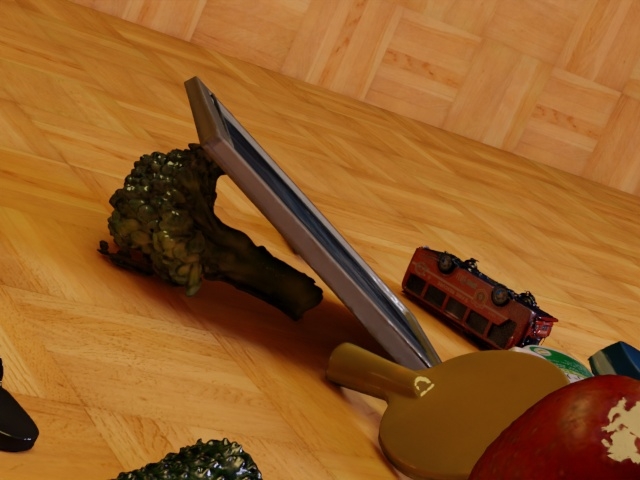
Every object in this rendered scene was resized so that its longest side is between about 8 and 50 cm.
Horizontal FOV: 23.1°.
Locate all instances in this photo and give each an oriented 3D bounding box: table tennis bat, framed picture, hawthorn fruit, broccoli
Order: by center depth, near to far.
[{"bbox_3d":[0.265,0.222,1.297,0.254,0.300,0.254,24,40,-22],"label":"hawthorn fruit"},{"bbox_3d":[0.121,0.165,1.635,0.198,0.050,0.321,-39,33,-28],"label":"table tennis bat"},{"bbox_3d":[-0.118,0.005,1.825,0.275,0.177,0.198,38,8,-1],"label":"broccoli"},{"bbox_3d":[0.000,0.000,1.864,0.446,0.028,0.326,48,5,-19],"label":"framed picture"}]

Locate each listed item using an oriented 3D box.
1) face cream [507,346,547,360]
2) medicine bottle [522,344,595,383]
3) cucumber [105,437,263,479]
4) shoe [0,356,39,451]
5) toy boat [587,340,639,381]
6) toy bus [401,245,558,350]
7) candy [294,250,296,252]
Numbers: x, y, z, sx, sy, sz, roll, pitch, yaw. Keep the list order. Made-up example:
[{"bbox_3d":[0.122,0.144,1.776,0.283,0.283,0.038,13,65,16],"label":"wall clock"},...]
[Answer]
[{"bbox_3d":[0.231,0.203,1.746,0.102,0.102,0.345,25,13,2],"label":"face cream"},{"bbox_3d":[0.310,0.200,1.963,0.119,0.069,0.183,22,15,-17],"label":"medicine bottle"},{"bbox_3d":[-0.151,0.213,1.061,0.096,0.096,0.359,29,16,18],"label":"cucumber"},{"bbox_3d":[-0.288,0.108,1.302,0.179,0.049,0.071,35,16,38],"label":"shoe"},{"bbox_3d":[0.456,0.230,2.002,0.096,0.062,0.299,-6,42,-46],"label":"toy boat"},{"bbox_3d":[0.217,0.085,2.180,0.073,0.096,0.235,10,19,-49],"label":"toy bus"},{"bbox_3d":[-0.026,-0.012,2.243,0.045,0.043,0.175,10,18,-17],"label":"candy"}]
